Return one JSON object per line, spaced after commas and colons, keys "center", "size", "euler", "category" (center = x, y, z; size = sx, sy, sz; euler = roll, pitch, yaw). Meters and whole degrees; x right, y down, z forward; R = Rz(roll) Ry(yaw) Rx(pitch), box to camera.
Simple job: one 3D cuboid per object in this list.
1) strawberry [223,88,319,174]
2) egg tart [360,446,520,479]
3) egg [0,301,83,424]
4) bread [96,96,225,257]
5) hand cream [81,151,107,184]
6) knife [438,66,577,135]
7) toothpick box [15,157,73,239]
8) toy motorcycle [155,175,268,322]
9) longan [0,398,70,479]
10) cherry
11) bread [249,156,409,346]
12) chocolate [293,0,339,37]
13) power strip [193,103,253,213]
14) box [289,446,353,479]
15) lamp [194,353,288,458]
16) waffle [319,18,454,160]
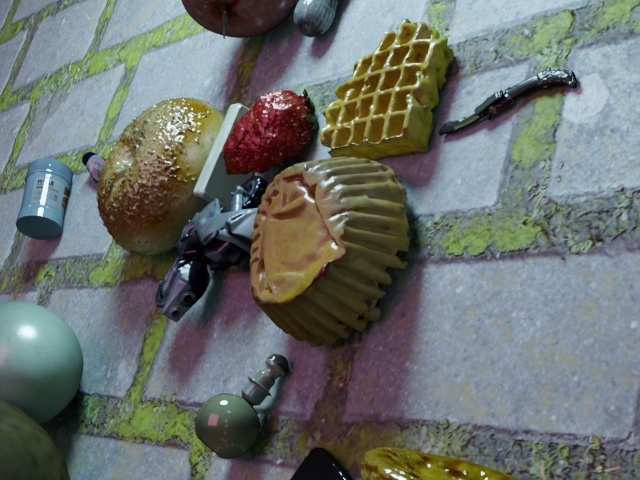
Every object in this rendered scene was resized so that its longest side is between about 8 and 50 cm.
{"center": [-0.092, -0.180, 1.699], "size": [0.187, 0.082, 0.146], "euler": [-39, 35, 5], "category": "strawberry"}
{"center": [0.125, 0.301, 1.041], "size": [0.202, 0.202, 0.147], "euler": [15, 93, 54], "category": "egg tart"}
{"center": [-0.565, 0.226, 1.908], "size": [0.371, 0.230, 0.230], "euler": [-8, 60, 56], "category": "egg"}
{"center": [-0.286, -0.121, 1.864], "size": [0.305, 0.159, 0.305], "euler": [-29, 46, 35], "category": "bread"}
{"center": [-0.461, -0.144, 2.212], "size": [0.062, 0.039, 0.163], "euler": [-55, 41, 5], "category": "hand cream"}
{"center": [0.239, -0.185, 1.368], "size": [0.222, 0.021, 0.045], "euler": [-18, 56, 44], "category": "knife"}
{"center": [-0.602, -0.090, 2.290], "size": [0.101, 0.101, 0.153], "euler": [-28, 48, 38], "category": "toothpick box"}
{"center": [-0.165, 0.020, 1.661], "size": [0.270, 0.106, 0.159], "euler": [-50, 30, 7], "category": "toy motorcycle"}
{"center": [-0.582, 0.426, 1.639], "size": [0.391, 0.391, 0.391], "euler": [-31, 44, 36], "category": "longan"}
{"center": [-0.142, -0.475, 1.891], "size": [0.236, 0.213, 0.285], "euler": [0, 65, 22], "category": "cherry"}
{"center": [0.000, 0.000, 1.430], "size": [0.274, 0.149, 0.274], "euler": [-23, 53, 34], "category": "bread"}
{"center": [0.005, -0.426, 1.790], "size": [0.072, 0.072, 0.167], "euler": [11, 75, 54], "category": "chocolate"}
{"center": [-0.147, -0.138, 1.765], "size": [0.035, 0.081, 0.192], "euler": [4, 69, 53], "category": "power strip"}
{"center": [-0.006, 0.335, 1.306], "size": [0.125, 0.027, 0.126], "euler": [-55, 34, 4], "category": "box"}
{"center": [-0.102, 0.226, 1.462], "size": [0.163, 0.091, 0.091], "euler": [-48, 33, -12], "category": "lamp"}
{"center": [0.094, -0.226, 1.549], "size": [0.229, 0.057, 0.219], "euler": [-3, 63, 51], "category": "waffle"}
